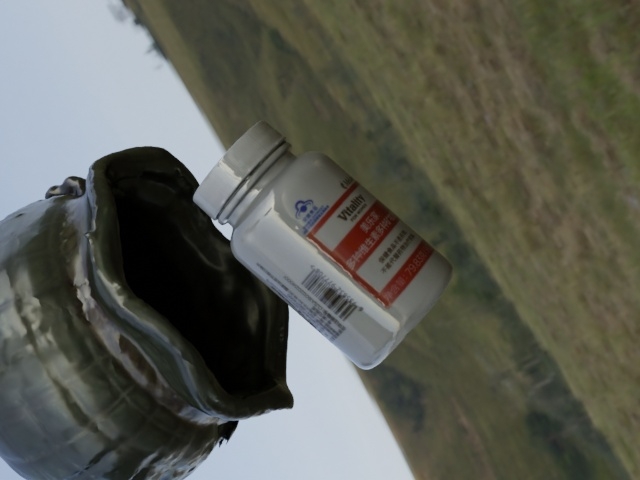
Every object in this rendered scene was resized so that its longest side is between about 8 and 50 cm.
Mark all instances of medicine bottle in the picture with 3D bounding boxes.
[{"bbox_3d":[0.000,0.000,0.665,0.140,0.079,0.079,42,-171,1],"label":"medicine bottle"}]

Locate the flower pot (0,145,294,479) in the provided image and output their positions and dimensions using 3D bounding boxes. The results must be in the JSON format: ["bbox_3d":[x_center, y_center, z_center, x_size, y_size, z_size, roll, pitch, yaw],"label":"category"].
[{"bbox_3d":[-0.169,0.073,1.035,0.302,0.213,0.302,49,-158,-27],"label":"flower pot"}]
